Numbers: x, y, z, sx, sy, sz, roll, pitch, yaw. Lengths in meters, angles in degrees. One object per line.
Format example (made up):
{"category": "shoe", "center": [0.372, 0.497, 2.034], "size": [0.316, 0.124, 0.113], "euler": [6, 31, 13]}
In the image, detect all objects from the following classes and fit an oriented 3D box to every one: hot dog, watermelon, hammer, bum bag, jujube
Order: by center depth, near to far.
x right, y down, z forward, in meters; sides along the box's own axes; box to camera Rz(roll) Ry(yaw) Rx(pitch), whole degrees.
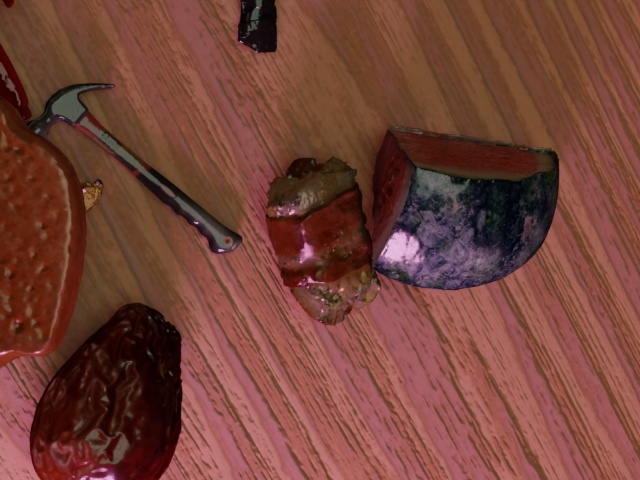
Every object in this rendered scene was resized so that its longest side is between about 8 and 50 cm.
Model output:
{"category": "jujube", "center": [-0.237, 0.191, 1.327], "size": [0.168, 0.168, 0.236], "euler": [26, 67, -16]}
{"category": "hammer", "center": [-0.212, -0.081, 1.387], "size": [0.288, 0.033, 0.111], "euler": [42, 79, -14]}
{"category": "hot dog", "center": [0.000, 0.000, 1.427], "size": [0.146, 0.103, 0.213], "euler": [-18, 106, -38]}
{"category": "bum bag", "center": [-0.078, -0.297, 1.428], "size": [0.058, 0.034, 0.124], "euler": [-4, 92, -32]}
{"category": "watermelon", "center": [0.184, -0.075, 1.444], "size": [0.318, 0.148, 0.226], "euler": [-26, 59, -35]}

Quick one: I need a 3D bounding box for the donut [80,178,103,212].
{"category": "donut", "center": [-0.304, -0.055, 1.355], "size": [0.083, 0.038, 0.067], "euler": [-43, 100, -18]}

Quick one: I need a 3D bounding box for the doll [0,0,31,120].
{"category": "doll", "center": [-0.451, -0.301, 1.281], "size": [0.188, 0.099, 0.383], "euler": [-20, 100, -17]}

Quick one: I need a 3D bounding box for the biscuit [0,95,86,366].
{"category": "biscuit", "center": [-0.464, -0.025, 1.233], "size": [0.455, 0.078, 0.349], "euler": [34, 93, -1]}
